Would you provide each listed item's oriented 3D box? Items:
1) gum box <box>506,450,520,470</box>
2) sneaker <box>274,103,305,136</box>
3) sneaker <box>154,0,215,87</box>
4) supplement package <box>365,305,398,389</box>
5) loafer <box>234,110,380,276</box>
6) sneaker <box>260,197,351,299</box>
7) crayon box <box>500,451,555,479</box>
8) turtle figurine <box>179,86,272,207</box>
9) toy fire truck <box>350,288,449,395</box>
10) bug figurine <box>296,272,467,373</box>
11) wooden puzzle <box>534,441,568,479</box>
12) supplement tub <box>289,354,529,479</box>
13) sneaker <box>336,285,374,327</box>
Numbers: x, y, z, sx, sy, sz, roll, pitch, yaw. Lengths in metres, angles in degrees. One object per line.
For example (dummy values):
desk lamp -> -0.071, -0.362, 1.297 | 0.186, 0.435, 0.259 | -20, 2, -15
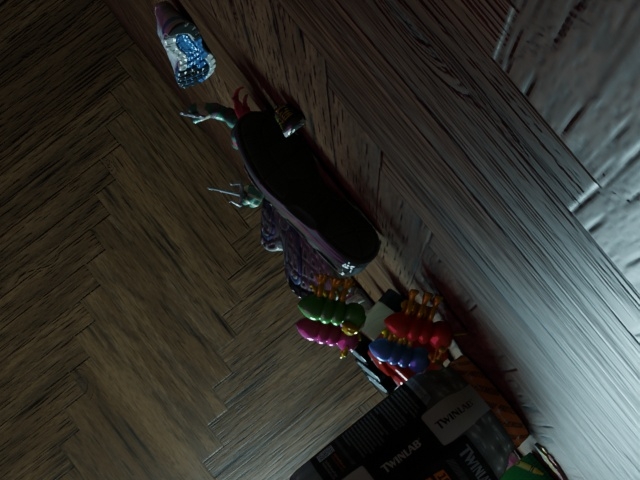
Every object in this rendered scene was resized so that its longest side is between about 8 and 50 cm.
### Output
gum box -> 0.336, 0.453, 2.073 | 0.188, 0.107, 0.062 | 54, 176, -35
sneaker -> -0.043, -0.151, 1.481 | 0.035, 0.031, 0.083 | 53, 176, -12
sneaker -> -0.223, -0.319, 1.919 | 0.083, 0.071, 0.191 | 57, 171, 24
supplement package -> 0.139, 0.211, 2.194 | 0.179, 0.105, 0.105 | 49, 175, 47
loafer -> -0.032, -0.056, 1.635 | 0.267, 0.096, 0.084 | 49, 150, 9
sneaker -> 0.000, 0.000, 1.788 | 0.297, 0.129, 0.111 | -123, 37, -59
crayon box -> 0.316, 0.456, 1.910 | 0.081, 0.165, 0.278 | 50, 176, 32
turtle figurine -> -0.106, -0.138, 1.760 | 0.175, 0.118, 0.234 | 66, -166, 8
toy fire truck -> 0.164, 0.232, 1.905 | 0.246, 0.158, 0.217 | 36, 168, 31
bug figurine -> 0.073, 0.121, 1.589 | 0.216, 0.072, 0.279 | 16, 164, 1
wooden puzzle -> 0.320, 0.308, 1.652 | 0.083, 0.006, 0.049 | 55, 176, -37
supplement tub -> 0.128, 0.319, 1.698 | 0.193, 0.316, 0.193 | 51, 177, 4
sneaker -> 0.078, 0.170, 2.592 | 0.111, 0.103, 0.252 | 52, 176, -31
